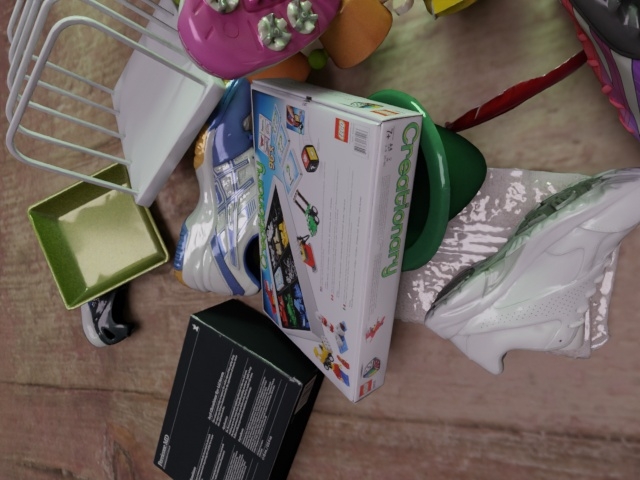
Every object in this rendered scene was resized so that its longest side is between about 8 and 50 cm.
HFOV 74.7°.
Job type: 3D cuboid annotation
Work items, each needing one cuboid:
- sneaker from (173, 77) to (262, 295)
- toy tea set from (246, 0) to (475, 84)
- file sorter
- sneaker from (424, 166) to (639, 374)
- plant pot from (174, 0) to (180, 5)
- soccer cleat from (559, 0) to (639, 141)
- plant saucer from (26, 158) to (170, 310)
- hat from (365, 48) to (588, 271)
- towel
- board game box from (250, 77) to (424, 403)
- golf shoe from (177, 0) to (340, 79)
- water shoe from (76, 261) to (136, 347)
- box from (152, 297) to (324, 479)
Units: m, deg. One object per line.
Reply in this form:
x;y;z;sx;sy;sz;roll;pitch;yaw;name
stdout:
-0.102;-0.068;0.572;0.130;0.112;0.297;13;102;3;sneaker
0.062;-0.243;0.453;0.336;0.124;0.200;-6;59;44;toy tea set
-0.277;-0.220;0.533;0.193;0.173;0.278;-48;52;24;file sorter
0.211;0.037;0.381;0.115;0.090;0.232;45;122;6;sneaker
-0.193;-0.441;0.498;0.227;0.207;0.228;48;113;14;plant pot
0.250;-0.135;0.311;0.318;0.116;0.109;39;87;-7;soccer cleat
-0.358;-0.009;0.694;0.188;0.045;0.189;-27;84;1;plant saucer
0.142;-0.073;0.430;0.208;0.183;0.173;-10;93;66;hat
0.163;0.014;0.466;0.282;0.049;0.187;6;98;26;towel
0.000;0.000;0.450;0.193;0.053;0.306;35;134;43;board game box
-0.047;-0.248;0.396;0.140;0.115;0.306;-16;44;51;golf shoe
-0.385;0.083;0.747;0.080;0.073;0.203;-19;86;-1;water shoe
-0.118;0.246;0.603;0.184;0.103;0.261;24;107;19;box
